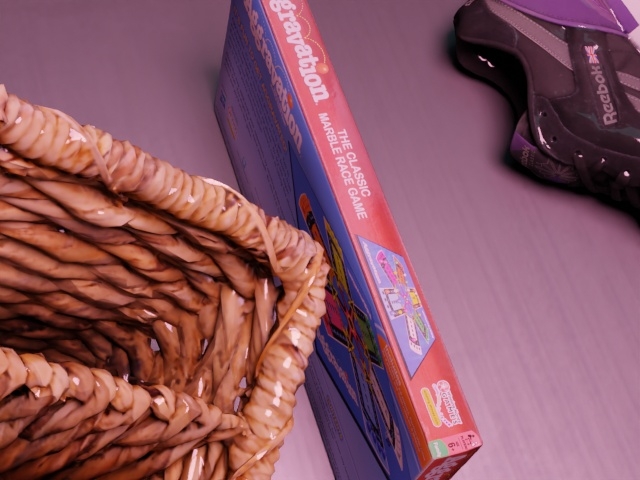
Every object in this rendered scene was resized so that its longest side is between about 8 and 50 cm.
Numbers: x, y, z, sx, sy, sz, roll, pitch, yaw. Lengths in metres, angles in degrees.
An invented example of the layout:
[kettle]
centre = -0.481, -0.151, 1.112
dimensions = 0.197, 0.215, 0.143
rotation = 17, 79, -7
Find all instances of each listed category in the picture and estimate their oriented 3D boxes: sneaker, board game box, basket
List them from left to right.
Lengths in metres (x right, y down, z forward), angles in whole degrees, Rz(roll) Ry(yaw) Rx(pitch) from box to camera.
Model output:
[basket]
centre = -0.155, 0.085, 0.354
dimensions = 0.299, 0.223, 0.214
rotation = 27, 46, -45
[board game box]
centre = 0.000, 0.000, 0.551
dimensions = 0.027, 0.145, 0.281
rotation = -12, 64, -17
[sneaker]
centre = 0.186, -0.055, 0.661
dimensions = 0.124, 0.107, 0.283
rotation = -29, 66, -9
